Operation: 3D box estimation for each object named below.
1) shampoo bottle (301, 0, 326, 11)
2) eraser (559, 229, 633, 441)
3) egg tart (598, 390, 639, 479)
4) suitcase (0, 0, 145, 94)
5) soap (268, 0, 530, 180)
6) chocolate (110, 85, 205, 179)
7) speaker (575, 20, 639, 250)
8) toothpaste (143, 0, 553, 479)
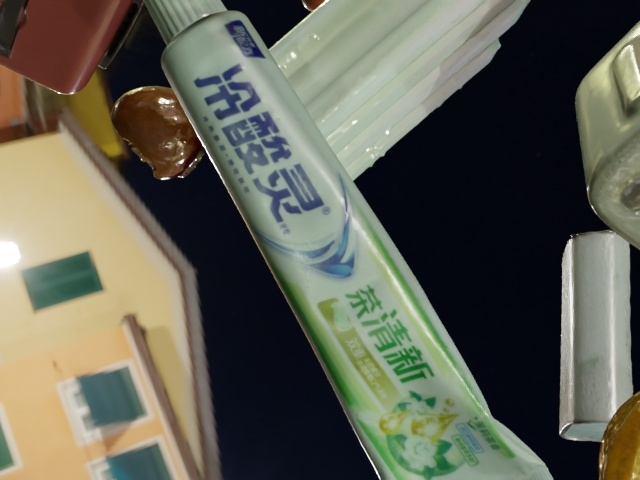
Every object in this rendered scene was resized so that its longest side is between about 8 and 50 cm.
[{"bbox_3d":[0.010,-0.382,1.399,0.085,0.085,0.244,34,-44,52],"label":"shampoo bottle"},{"bbox_3d":[0.336,0.122,1.207,0.174,0.081,0.227,62,32,-69],"label":"eraser"},{"bbox_3d":[0.348,0.211,0.893,0.171,0.215,0.215,-32,104,-88],"label":"egg tart"},{"bbox_3d":[-0.301,-0.305,1.070,0.297,0.236,0.161,-35,-148,59],"label":"suitcase"},{"bbox_3d":[0.056,-0.165,0.895,0.095,0.289,0.173,47,-6,16],"label":"soap"},{"bbox_3d":[-0.234,-0.161,1.420,0.127,0.133,0.124,-61,-148,10],"label":"chocolate"},{"bbox_3d":[0.395,-0.169,0.807,0.406,0.183,0.184,-47,-160,31],"label":"speaker"},{"bbox_3d":[0.000,0.000,0.466,0.297,0.074,0.048,60,14,7],"label":"toothpaste"}]
